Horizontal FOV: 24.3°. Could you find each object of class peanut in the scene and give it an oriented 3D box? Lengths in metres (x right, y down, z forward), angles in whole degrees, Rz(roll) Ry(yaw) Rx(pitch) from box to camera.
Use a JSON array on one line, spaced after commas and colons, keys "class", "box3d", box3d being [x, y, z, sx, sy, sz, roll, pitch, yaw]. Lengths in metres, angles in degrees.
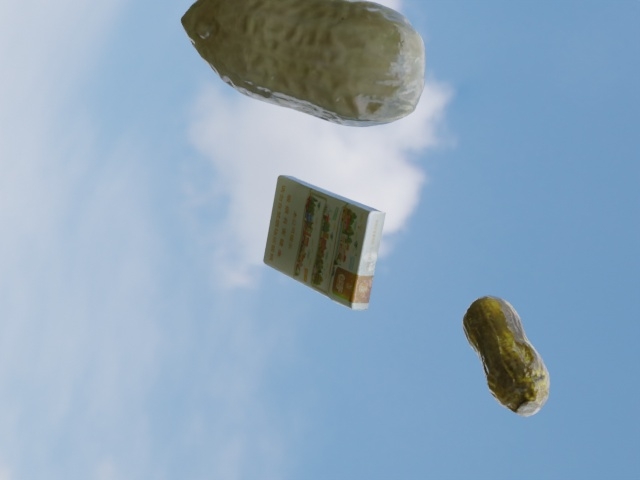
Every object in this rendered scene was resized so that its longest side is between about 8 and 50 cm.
[{"class": "peanut", "box3d": [0.260, 0.162, 2.082, 0.087, 0.087, 0.207, -58, -143, 32]}, {"class": "peanut", "box3d": [-0.018, -0.222, 1.715, 0.313, 0.152, 0.152, 15, -87, 25]}]

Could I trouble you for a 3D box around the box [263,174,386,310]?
[{"class": "box", "box3d": [0.001, 0.000, 1.818, 0.220, 0.032, 0.122, 24, -74, 56]}]
